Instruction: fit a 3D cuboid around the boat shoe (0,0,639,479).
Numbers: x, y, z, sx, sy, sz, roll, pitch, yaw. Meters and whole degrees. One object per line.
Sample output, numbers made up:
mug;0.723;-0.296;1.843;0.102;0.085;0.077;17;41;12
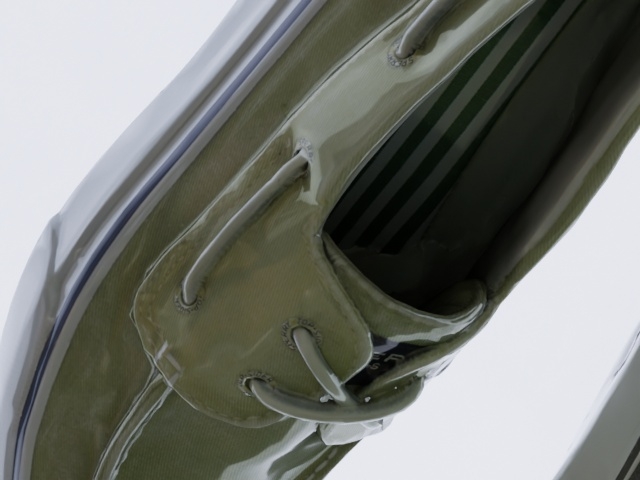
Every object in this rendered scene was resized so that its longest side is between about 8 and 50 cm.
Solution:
boat shoe;0.000;0.000;0.485;0.109;0.094;0.302;17;-64;-31

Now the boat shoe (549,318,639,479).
boat shoe;0.169;0.037;0.739;0.070;0.078;0.219;32;-104;6
